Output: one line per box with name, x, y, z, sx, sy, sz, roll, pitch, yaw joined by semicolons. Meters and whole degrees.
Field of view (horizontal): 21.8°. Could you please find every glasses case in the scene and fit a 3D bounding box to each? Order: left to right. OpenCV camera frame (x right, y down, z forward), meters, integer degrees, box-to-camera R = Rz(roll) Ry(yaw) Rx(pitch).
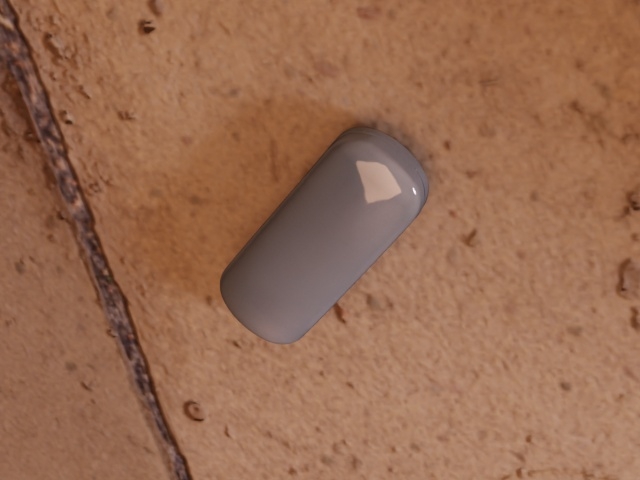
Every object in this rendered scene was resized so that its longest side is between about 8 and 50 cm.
glasses case;0.000;0.000;1.032;0.067;0.045;0.178;41;128;-1
